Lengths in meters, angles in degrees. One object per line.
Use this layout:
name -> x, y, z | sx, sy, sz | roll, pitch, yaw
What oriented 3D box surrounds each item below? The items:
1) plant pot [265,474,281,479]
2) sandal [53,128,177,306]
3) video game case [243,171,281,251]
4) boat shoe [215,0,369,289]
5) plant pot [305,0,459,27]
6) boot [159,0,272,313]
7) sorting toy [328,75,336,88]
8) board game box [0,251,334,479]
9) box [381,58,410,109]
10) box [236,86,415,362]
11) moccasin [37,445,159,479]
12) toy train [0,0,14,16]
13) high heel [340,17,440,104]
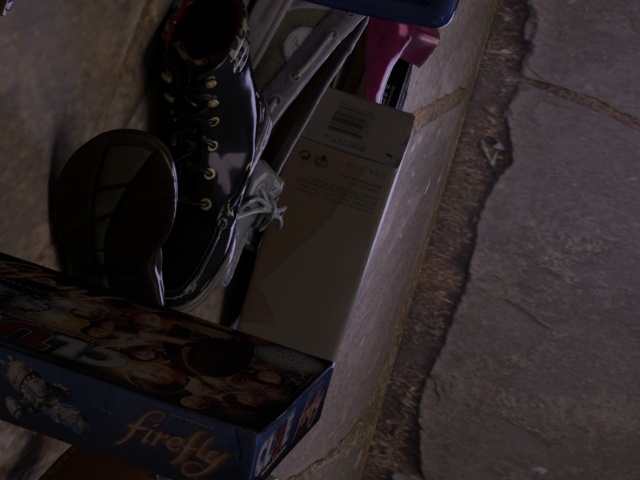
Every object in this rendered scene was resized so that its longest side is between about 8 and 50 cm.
plant pot -> -0.107, 0.377, 1.433 | 0.254, 0.276, 0.276 | -75, 178, -65
sandal -> -0.146, -0.008, 1.016 | 0.219, 0.090, 0.060 | 92, 2, -49
video game case -> -0.060, -0.100, 1.451 | 0.183, 0.023, 0.201 | 57, 52, -76
boat shoe -> -0.051, -0.097, 1.286 | 0.118, 0.103, 0.320 | 76, 33, -70
plant pot -> 0.017, -0.312, 0.974 | 0.212, 0.236, 0.236 | -65, 168, -61
boot -> -0.107, -0.076, 1.110 | 0.178, 0.085, 0.236 | 83, 23, -58
sorting toy -> 0.017, -0.220, 1.672 | 0.062, 0.012, 0.083 | 5, 103, -79
board game box -> -0.128, 0.071, 0.794 | 0.165, 0.243, 0.042 | -33, 139, -74
box -> 0.059, -0.119, 1.836 | 0.216, 0.060, 0.270 | 87, 21, -77
box -> 0.000, 0.000, 1.535 | 0.148, 0.121, 0.311 | -69, 177, -59
moccasin -> -0.229, 0.281, 0.962 | 0.380, 0.139, 0.147 | -50, 166, -40
toy train -> -0.182, -0.148, 0.763 | 0.036, 0.027, 0.158 | 107, 1, -84
high heel -> 0.034, -0.185, 1.651 | 0.244, 0.117, 0.082 | -46, -134, 27
